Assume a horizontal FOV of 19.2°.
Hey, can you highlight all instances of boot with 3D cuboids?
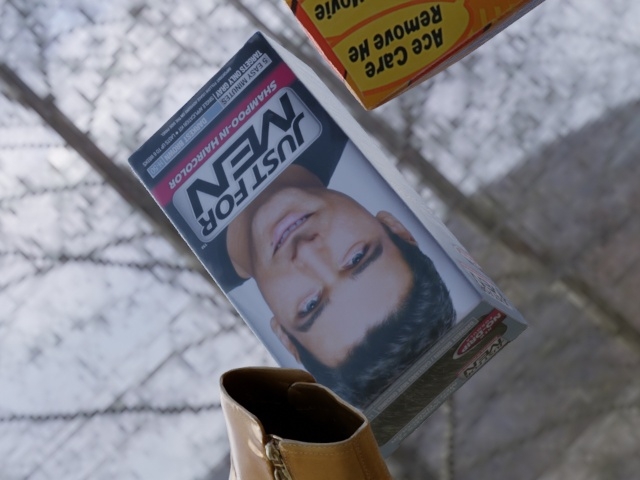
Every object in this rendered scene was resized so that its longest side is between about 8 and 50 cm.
[{"bbox_3d":[-0.044,0.184,1.505,0.104,0.295,0.211,-47,-52,-35],"label":"boot"}]

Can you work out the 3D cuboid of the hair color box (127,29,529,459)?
[{"bbox_3d":[0.000,0.000,1.765,0.185,0.374,0.113,-44,-30,9],"label":"hair color box"}]

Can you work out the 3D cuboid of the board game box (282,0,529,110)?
[{"bbox_3d":[0.098,-0.339,1.161,0.356,0.356,0.356,-35,2,15],"label":"board game box"}]
